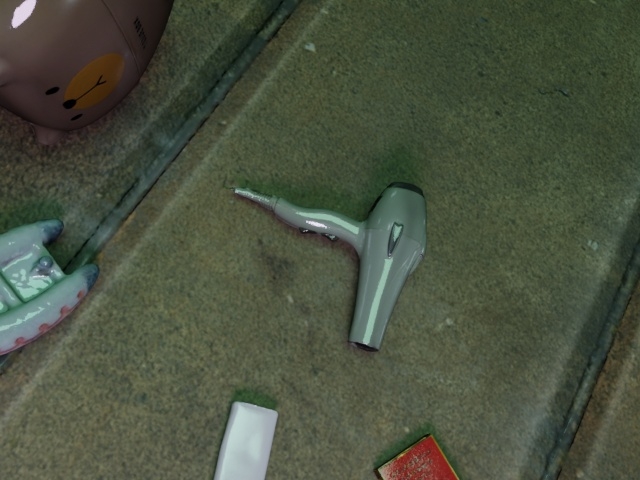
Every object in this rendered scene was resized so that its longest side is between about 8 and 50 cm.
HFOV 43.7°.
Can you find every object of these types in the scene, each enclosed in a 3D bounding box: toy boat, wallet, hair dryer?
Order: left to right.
[{"bbox_3d":[-0.368,0.056,0.931,0.207,0.079,0.134,-34,84,-27],"label":"toy boat"},{"bbox_3d":[-0.091,0.258,0.957,0.061,0.025,0.122,15,65,-8],"label":"wallet"},{"bbox_3d":[0.014,0.035,1.065,0.267,0.092,0.229,-1,75,-2],"label":"hair dryer"}]

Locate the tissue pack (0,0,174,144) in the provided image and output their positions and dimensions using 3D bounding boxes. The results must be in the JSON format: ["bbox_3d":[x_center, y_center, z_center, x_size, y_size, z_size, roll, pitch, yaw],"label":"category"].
[{"bbox_3d":[-0.332,-0.287,0.911,0.267,0.387,0.277,32,81,-2],"label":"tissue pack"}]

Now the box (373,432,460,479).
[{"bbox_3d":[0.137,0.322,0.999,0.090,0.023,0.133,-26,77,-21],"label":"box"}]
